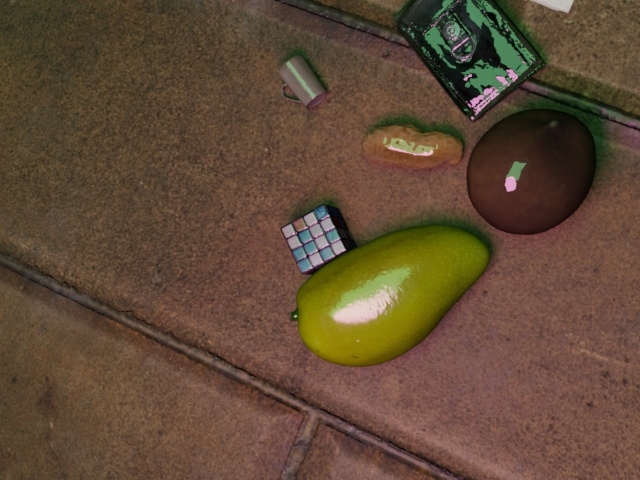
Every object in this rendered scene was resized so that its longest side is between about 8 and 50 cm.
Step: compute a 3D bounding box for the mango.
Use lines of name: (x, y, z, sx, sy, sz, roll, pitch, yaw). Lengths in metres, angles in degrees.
mango: (0.121, 0.087, 1.570, 0.343, 0.156, 0.192, -28, 97, 7)

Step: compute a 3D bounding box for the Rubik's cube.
Rubik's cube: (0.000, 0.000, 1.641, 0.092, 0.092, 0.092, -29, 80, 13)

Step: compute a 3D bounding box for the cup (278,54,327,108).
cup: (-0.038, -0.275, 1.686, 0.075, 0.054, 0.083, -38, 80, 10)

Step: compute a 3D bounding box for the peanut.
peanut: (0.156, -0.162, 1.616, 0.174, 0.080, 0.080, 7, 89, 13)

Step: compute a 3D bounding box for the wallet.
wallet: (0.248, -0.338, 1.610, 0.160, 0.055, 0.236, -40, 78, 18)

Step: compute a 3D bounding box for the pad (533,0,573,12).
pad: (0.392, -0.512, 1.599, 0.156, 0.004, 0.232, 23, 94, 15)

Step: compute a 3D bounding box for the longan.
longan: (0.331, -0.108, 1.500, 0.196, 0.196, 0.220, 40, 64, 14)
